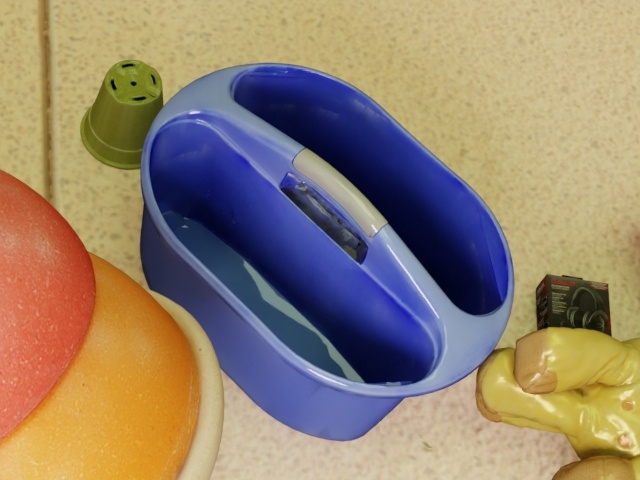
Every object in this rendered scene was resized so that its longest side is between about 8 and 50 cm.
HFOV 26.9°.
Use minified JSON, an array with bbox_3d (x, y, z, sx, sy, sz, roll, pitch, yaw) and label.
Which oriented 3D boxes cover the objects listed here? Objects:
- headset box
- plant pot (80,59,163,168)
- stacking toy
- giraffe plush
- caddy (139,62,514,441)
[{"bbox_3d":[0.233,0.070,1.228,0.062,0.032,0.083,10,59,-8],"label":"headset box"},{"bbox_3d":[-0.173,-0.120,1.211,0.083,0.079,0.083,7,58,-11],"label":"plant pot"},{"bbox_3d":[-0.299,0.018,0.815,0.351,0.480,0.350,-16,38,13],"label":"stacking toy"},{"bbox_3d":[0.239,0.170,1.096,0.210,0.181,0.170,-5,71,2],"label":"giraffe plush"},{"bbox_3d":[0.000,0.000,1.124,0.341,0.179,0.241,43,59,13],"label":"caddy"}]
